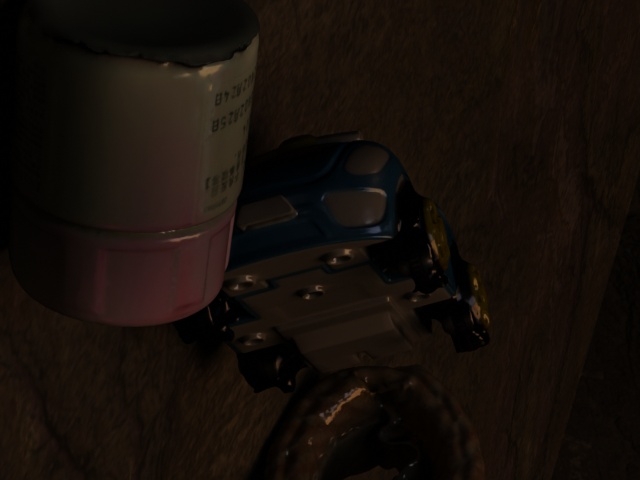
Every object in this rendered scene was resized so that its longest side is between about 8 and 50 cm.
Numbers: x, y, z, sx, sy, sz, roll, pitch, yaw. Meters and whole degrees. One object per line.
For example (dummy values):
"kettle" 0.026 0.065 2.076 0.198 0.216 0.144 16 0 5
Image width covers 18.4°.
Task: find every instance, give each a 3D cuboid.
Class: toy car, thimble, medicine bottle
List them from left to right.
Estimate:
"medicine bottle" -0.106 -0.052 1.091 0.135 0.135 0.169 -44 146 -57
"toy car" 0.000 0.000 1.411 0.314 0.198 0.166 46 30 -67
"thimble" 0.044 0.236 1.742 0.148 0.196 0.229 93 -7 -47
